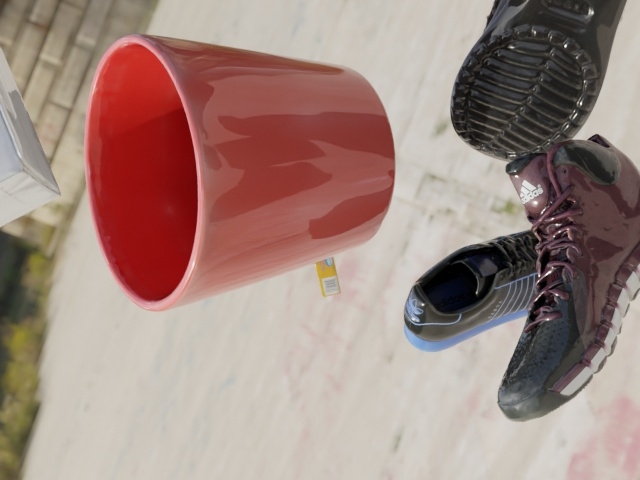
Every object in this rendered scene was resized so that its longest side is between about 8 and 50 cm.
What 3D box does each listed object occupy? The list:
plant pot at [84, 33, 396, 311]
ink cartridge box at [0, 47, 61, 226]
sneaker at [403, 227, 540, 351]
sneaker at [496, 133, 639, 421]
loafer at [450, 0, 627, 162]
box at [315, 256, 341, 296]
[{"bbox_3d":[-0.076,-0.077,1.431,0.275,0.243,0.275,18,111,57],"label":"plant pot"},{"bbox_3d":[-0.305,-0.057,1.028,0.082,0.191,0.139,55,-170,-72],"label":"ink cartridge box"},{"bbox_3d":[0.189,0.034,1.448,0.081,0.232,0.090,54,163,25],"label":"sneaker"},{"bbox_3d":[0.198,0.014,1.241,0.281,0.162,0.106,-50,15,-33],"label":"sneaker"},{"bbox_3d":[0.238,-0.225,1.374,0.130,0.134,0.366,-61,-3,-46],"label":"loafer"},{"bbox_3d":[0.000,0.000,1.805,0.136,0.028,0.081,-98,-4,-56],"label":"box"}]
